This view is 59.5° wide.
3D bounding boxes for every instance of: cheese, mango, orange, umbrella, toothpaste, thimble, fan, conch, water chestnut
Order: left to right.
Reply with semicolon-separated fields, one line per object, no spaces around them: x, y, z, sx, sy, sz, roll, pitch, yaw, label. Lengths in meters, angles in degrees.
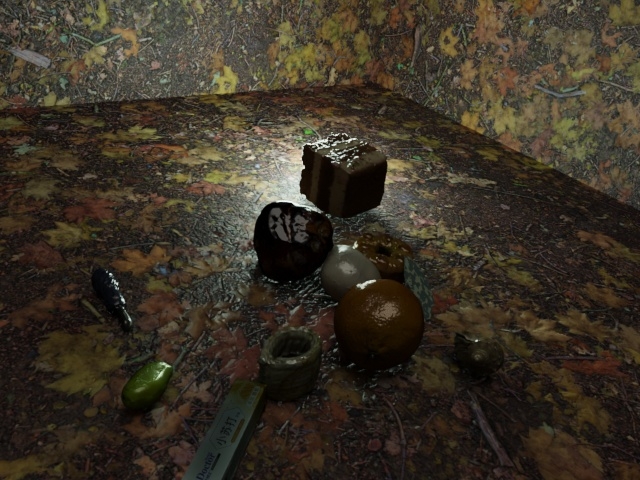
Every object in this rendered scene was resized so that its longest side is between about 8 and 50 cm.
-0.590;0.171;1.608;0.070;0.071;0.248;-17;45;-37;umbrella
-0.414;0.351;1.354;0.091;0.074;0.165;13;19;16;mango
-0.208;0.447;1.264;0.089;0.071;0.313;12;32;10;toothpaste
-0.084;0.318;1.430;0.190;0.144;0.137;-21;44;-41;thimble
-0.099;0.006;1.856;0.288;0.244;0.289;3;61;-6;water chestnut
0.094;0.114;1.786;0.198;0.154;0.189;40;42;0;cheese
0.161;0.233;1.548;0.264;0.264;0.264;7;31;-5;orange
0.323;0.158;1.841;0.131;0.009;0.240;10;55;-37;fan
0.457;0.308;1.619;0.155;0.130;0.207;53;25;8;conch

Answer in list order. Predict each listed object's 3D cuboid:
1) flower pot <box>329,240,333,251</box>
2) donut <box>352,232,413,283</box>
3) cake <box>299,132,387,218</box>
0.000;0.000;2.021;0.111;0.111;0.089;-12;50;-32;flower pot
0.211;0.066;1.954;0.226;0.114;0.227;8;32;-5;donut
0.093;-0.258;2.302;0.255;0.282;0.290;-23;48;-32;cake
